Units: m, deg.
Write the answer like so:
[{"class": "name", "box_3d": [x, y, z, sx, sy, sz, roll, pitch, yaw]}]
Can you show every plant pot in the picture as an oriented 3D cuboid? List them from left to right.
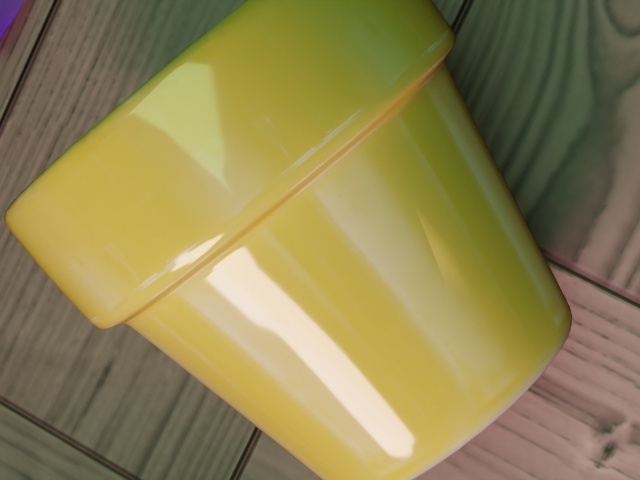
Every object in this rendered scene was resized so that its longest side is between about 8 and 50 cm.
[{"class": "plant pot", "box_3d": [0.000, 0.000, 0.770, 0.254, 0.254, 0.239, -37, 95, 13]}]

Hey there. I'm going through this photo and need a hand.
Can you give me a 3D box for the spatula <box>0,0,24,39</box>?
[{"class": "spatula", "box_3d": [-0.270, -0.081, 0.946, 0.084, 0.030, 0.296, 25, 96, 13]}]
